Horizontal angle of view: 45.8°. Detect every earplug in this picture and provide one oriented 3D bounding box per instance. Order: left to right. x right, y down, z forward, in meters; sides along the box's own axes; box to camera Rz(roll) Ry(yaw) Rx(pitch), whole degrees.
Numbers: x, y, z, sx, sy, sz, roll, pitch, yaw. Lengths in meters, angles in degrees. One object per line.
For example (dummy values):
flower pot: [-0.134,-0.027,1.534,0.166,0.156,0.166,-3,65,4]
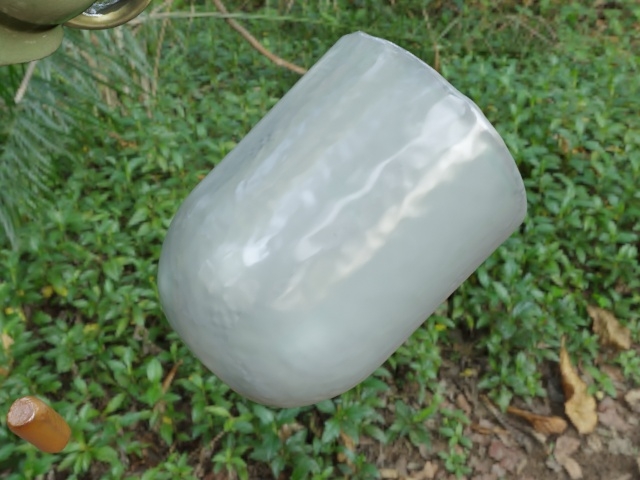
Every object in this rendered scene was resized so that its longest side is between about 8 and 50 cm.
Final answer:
earplug: [0.000,0.000,0.903,0.394,0.312,0.312,-45,38,-6]

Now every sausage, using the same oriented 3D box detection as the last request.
sausage: [-0.546,0.363,1.480,0.076,0.197,0.076,-3,58,5]

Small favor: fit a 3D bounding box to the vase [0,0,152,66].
vase: [-0.397,-0.400,1.125,0.329,0.302,0.241,1,57,-38]
